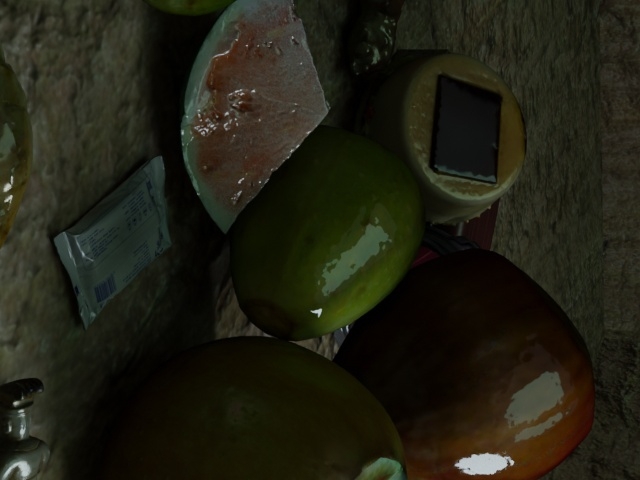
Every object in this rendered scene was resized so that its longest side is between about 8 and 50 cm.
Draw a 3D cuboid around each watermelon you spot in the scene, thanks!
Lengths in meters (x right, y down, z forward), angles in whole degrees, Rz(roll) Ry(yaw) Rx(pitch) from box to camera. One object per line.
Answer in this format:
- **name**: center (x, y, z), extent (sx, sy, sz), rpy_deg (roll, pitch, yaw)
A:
- **watermelon**: center (-0.090, -0.165, 1.302), extent (0.260, 0.176, 0.256), rpy_deg (-44, 156, -2)

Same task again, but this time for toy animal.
- **toy animal**: center (0.103, -0.395, 1.727), extent (0.157, 0.097, 0.312), rpy_deg (83, 25, -52)

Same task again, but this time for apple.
- **apple**: center (-0.064, 0.302, 1.271), extent (0.374, 0.374, 0.384), rpy_deg (-60, 146, -38)

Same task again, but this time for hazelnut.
- **hazelnut**: center (0.187, 0.186, 1.475), extent (0.366, 0.366, 0.365), rpy_deg (-26, 120, -59)

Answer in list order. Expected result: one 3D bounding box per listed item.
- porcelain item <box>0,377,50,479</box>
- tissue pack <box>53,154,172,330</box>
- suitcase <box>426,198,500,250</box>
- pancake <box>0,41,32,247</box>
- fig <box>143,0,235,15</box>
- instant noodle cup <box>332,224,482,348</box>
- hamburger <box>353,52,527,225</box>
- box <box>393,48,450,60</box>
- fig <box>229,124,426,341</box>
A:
- **porcelain item**: center (-0.312, 0.243, 1.075), extent (0.084, 0.054, 0.213), rpy_deg (-15, 111, -65)
- **tissue pack**: center (-0.227, -0.001, 1.215), extent (0.193, 0.026, 0.122), rpy_deg (-50, 140, -47)
- **suitcase**: center (0.225, -0.052, 1.960), extent (0.236, 0.161, 0.297), rpy_deg (35, 66, -62)
- **pancake**: center (-0.373, -0.086, 0.835), extent (0.387, 0.082, 0.387), rpy_deg (-17, 110, -58)
- **fig**: center (-0.142, -0.332, 1.153), extent (0.191, 0.181, 0.181), rpy_deg (83, 19, -81)
- **instant noodle cup**: center (0.133, 0.120, 1.760), extent (0.181, 0.258, 0.302), rpy_deg (-27, 154, -41)
- **hamburger**: center (0.197, -0.171, 1.763), extent (0.302, 0.170, 0.302), rpy_deg (5, 78, -27)
- **box**: center (0.180, -0.304, 1.877), extent (0.045, 0.098, 0.062), rpy_deg (-58, 147, -50)
- **fig**: center (0.000, 0.000, 1.396), extent (0.326, 0.258, 0.258), rpy_deg (-67, 151, -47)
